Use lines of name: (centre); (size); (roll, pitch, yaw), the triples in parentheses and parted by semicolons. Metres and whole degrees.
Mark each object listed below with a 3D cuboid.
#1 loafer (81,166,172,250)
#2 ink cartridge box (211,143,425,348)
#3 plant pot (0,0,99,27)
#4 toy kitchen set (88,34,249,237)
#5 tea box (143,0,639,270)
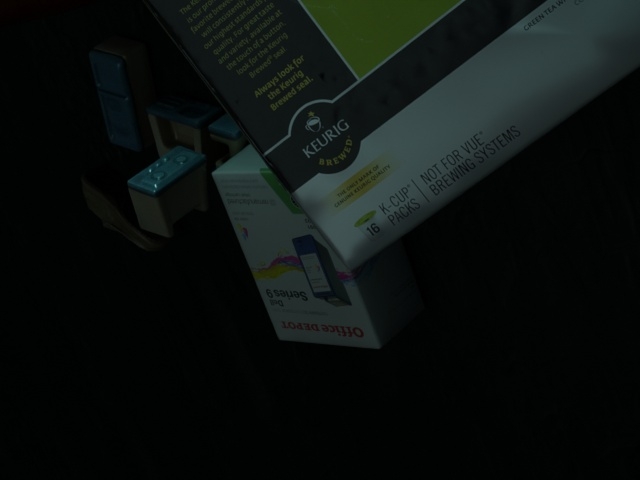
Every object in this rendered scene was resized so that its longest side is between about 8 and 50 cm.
loafer: (-0.230, -0.032, 1.939); (0.148, 0.056, 0.050); (42, 144, 28)
ink cartridge box: (0.000, 0.000, 1.695); (0.154, 0.093, 0.212); (3, 124, 44)
plant pot: (-0.402, -0.348, 1.706); (0.267, 0.235, 0.267); (13, 129, 39)
toy kitchen set: (-0.195, -0.114, 1.740); (0.207, 0.166, 0.122); (19, 132, 35)
tea box: (0.075, -0.214, 1.238); (0.329, 0.220, 0.323); (-35, 93, 22)
